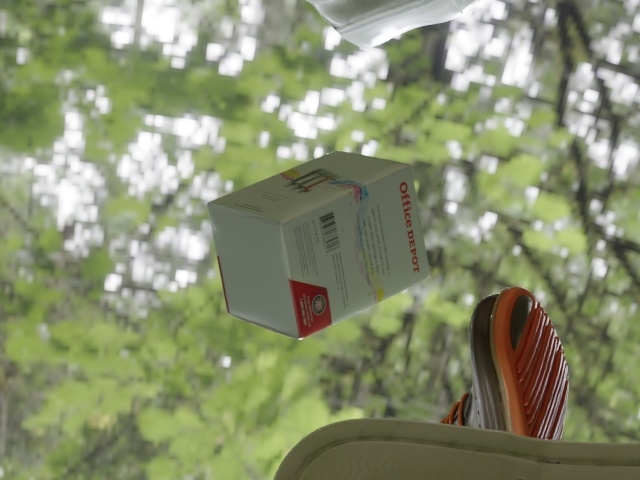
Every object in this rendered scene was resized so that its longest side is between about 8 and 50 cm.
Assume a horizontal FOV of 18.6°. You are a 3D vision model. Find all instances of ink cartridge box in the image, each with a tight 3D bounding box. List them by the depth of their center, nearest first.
[{"bbox_3d":[0.000,0.000,1.968,0.176,0.128,0.127,-23,-157,-33],"label":"ink cartridge box"}]

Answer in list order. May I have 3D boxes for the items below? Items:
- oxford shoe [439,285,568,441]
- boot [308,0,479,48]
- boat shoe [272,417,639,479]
[{"bbox_3d":[0.110,0.138,1.288,0.098,0.271,0.097,8,-138,20],"label":"oxford shoe"},{"bbox_3d":[0.047,-0.215,1.355,0.123,0.258,0.095,36,-117,-18],"label":"boot"},{"bbox_3d":[0.145,0.160,0.874,0.340,0.113,0.127,6,-109,4],"label":"boat shoe"}]
